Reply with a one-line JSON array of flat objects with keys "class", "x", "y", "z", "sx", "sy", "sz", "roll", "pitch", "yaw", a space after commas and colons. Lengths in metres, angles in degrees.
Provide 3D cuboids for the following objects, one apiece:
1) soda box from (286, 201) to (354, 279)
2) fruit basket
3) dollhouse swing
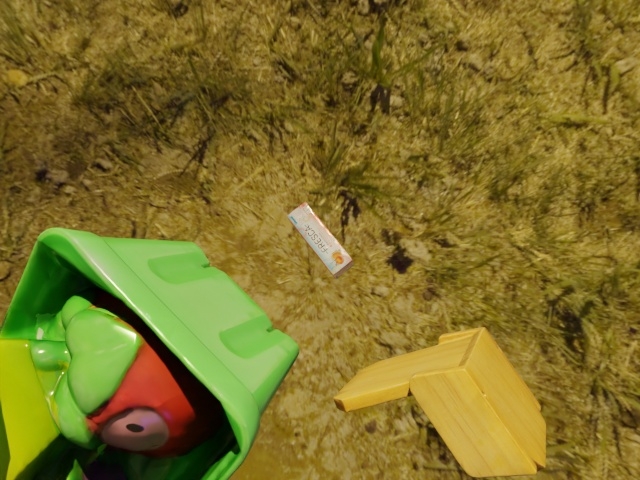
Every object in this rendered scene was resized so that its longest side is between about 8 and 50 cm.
[{"class": "soda box", "x": 0.000, "y": 0.000, "z": 1.364, "sx": 0.058, "sy": 0.063, "sz": 0.183, "roll": -37, "pitch": 74, "yaw": -2}, {"class": "fruit basket", "x": -0.244, "y": 0.180, "z": 0.508, "sx": 0.283, "sy": 0.392, "sz": 0.392, "roll": 43, "pitch": 87, "yaw": 13}, {"class": "dollhouse swing", "x": 0.259, "y": 0.369, "z": 1.265, "sx": 0.305, "sy": 0.347, "sz": 0.315, "roll": -37, "pitch": 82, "yaw": 20}]
